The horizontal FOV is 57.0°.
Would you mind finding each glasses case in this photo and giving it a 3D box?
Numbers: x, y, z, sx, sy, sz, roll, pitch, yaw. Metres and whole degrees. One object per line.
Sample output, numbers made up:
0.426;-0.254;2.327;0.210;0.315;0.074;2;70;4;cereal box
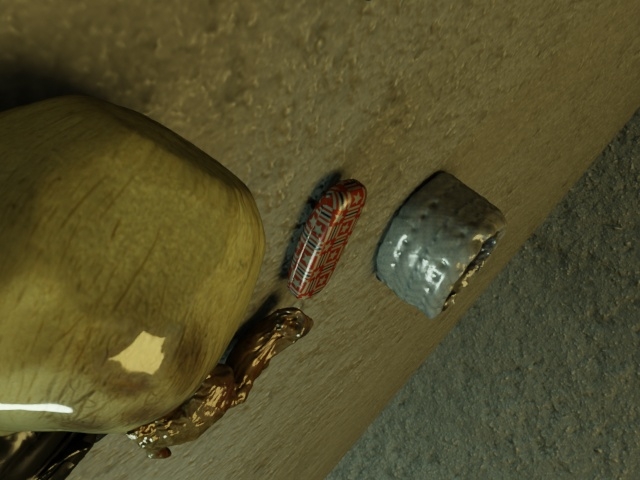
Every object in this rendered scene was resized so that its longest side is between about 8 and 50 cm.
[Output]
0.000;0.000;0.798;0.073;0.049;0.194;-22;145;-47;glasses case

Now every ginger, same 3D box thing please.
-0.134;0.187;0.823;0.290;0.084;0.122;-36;133;-22;ginger

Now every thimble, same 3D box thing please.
0.225;0.013;1.104;0.217;0.157;0.245;-13;138;-56;thimble

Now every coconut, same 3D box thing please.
-0.148;0.029;0.374;0.224;0.224;0.224;-41;156;-22;coconut

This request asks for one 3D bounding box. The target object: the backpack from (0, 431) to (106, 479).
-0.255;0.165;0.481;0.258;0.133;0.206;-43;167;-44;backpack
